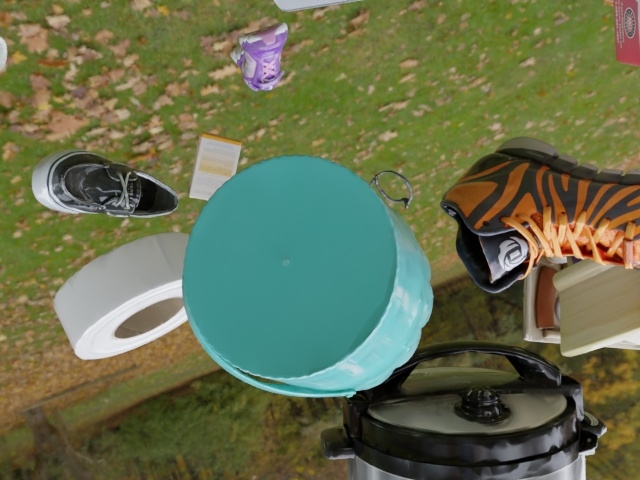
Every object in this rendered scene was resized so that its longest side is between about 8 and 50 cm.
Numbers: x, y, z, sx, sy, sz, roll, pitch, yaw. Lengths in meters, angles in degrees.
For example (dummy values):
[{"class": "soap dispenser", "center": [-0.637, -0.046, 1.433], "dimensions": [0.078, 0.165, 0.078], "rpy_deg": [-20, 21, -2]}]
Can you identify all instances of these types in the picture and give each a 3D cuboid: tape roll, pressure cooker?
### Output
[{"class": "tape roll", "center": [-0.331, 0.103, 1.206], "dimensions": [0.286, 0.100, 0.286], "rpy_deg": [-30, 164, -10]}, {"class": "pressure cooker", "center": [0.227, 0.364, 1.021], "dimensions": [0.375, 0.421, 0.369], "rpy_deg": [1, -173, 42]}]

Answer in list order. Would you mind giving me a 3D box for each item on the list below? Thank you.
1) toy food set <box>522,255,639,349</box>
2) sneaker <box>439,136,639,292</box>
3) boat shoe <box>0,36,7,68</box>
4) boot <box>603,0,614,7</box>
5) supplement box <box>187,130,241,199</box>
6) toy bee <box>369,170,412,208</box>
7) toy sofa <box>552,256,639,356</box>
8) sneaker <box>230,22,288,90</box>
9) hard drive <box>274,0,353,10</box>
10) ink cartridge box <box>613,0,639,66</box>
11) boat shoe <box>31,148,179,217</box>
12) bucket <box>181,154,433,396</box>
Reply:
[{"class": "toy food set", "center": [0.512, 0.081, 1.189], "dimensions": [0.305, 0.220, 0.092], "rpy_deg": [6, 170, -6]}, {"class": "sneaker", "center": [0.260, 0.003, 0.679], "dimensions": [0.180, 0.125, 0.321], "rpy_deg": [-34, -143, -25]}, {"class": "boat shoe", "center": [-0.531, -0.253, 0.936], "dimensions": [0.103, 0.113, 0.302], "rpy_deg": [12, -157, 5]}, {"class": "boot", "center": [0.467, -0.346, 0.814], "dimensions": [0.197, 0.152, 0.073], "rpy_deg": [-60, 169, 19]}, {"class": "supplement box", "center": [-0.161, -0.110, 0.995], "dimensions": [0.062, 0.099, 0.036], "rpy_deg": [11, -168, -19]}, {"class": "toy bee", "center": [0.000, 0.000, 1.049], "dimensions": [0.162, 0.195, 0.298], "rpy_deg": [-58, 174, -28]}, {"class": "toy sofa", "center": [0.497, 0.092, 0.856], "dimensions": [0.362, 0.177, 0.150], "rpy_deg": [18, 153, -16]}, {"class": "sneaker", "center": [-0.109, -0.350, 1.281], "dimensions": [0.095, 0.105, 0.236], "rpy_deg": [-18, -173, -14]}, {"class": "hard drive", "center": [0.071, -0.562, 1.148], "dimensions": [0.232, 0.353, 0.047], "rpy_deg": [3, 154, 32]}, {"class": "ink cartridge box", "center": [0.326, -0.222, 0.508], "dimensions": [0.100, 0.172, 0.237], "rpy_deg": [-11, -161, 1]}, {"class": "boat shoe", "center": [-0.394, -0.106, 1.264], "dimensions": [0.119, 0.121, 0.335], "rpy_deg": [8, -176, 22]}, {"class": "bucket", "center": [-0.013, 0.042, 0.763], "dimensions": [0.281, 0.281, 0.183], "rpy_deg": [-24, 162, 10]}]
